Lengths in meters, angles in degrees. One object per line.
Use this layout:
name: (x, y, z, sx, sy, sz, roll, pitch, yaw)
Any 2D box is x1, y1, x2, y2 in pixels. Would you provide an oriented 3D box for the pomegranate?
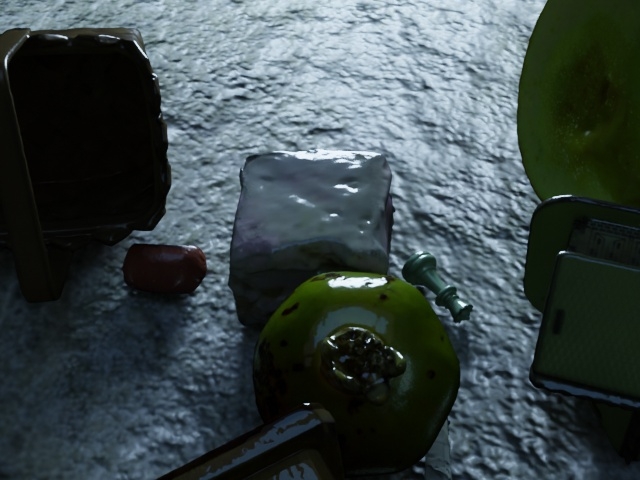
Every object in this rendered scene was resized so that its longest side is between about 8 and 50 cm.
pomegranate: (0.043, 0.126, 0.985, 0.198, 0.198, 0.246, -27, 12, -22)

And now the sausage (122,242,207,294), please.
sausage: (-0.171, 0.032, 1.202, 0.094, 0.059, 0.054, 3, 89, 6)

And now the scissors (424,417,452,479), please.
scissors: (0.107, 0.253, 0.994, 0.109, 0.022, 0.300, 1, 46, 3)

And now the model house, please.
model house: (0.270, 0.128, 1.008, 0.218, 0.205, 0.279, 13, 55, 16)

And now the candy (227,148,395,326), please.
candy: (0.000, 0.000, 1.171, 0.184, 0.137, 0.195, 2, 43, 5)

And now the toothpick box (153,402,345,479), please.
toothpick box: (-0.004, 0.320, 0.819, 0.187, 0.190, 0.308, -24, 53, -12)

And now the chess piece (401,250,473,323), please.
chess piece: (0.132, 0.055, 1.181, 0.042, 0.042, 0.093, -29, 58, -24)

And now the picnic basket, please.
picnic basket: (-0.310, -0.102, 1.177, 0.291, 0.254, 0.321, -7, 23, -4)

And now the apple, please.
apple: (0.399, -0.176, 1.181, 0.374, 0.374, 0.384, 16, 50, 17)
